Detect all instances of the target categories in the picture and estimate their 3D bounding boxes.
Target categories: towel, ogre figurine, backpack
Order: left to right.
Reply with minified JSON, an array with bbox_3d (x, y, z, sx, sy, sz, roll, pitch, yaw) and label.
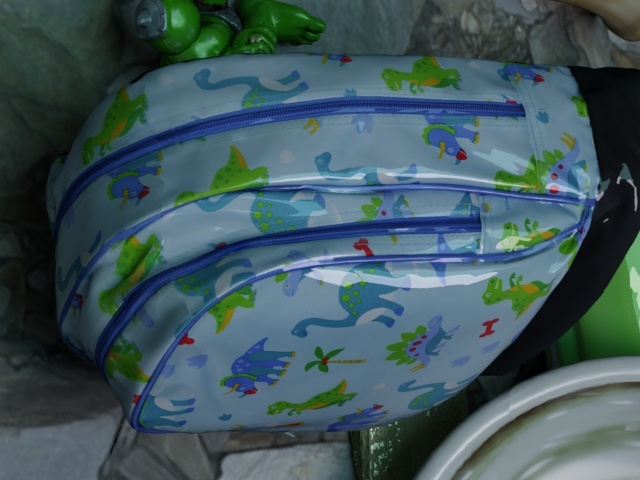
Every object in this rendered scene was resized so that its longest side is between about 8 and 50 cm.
[{"bbox_3d":[-0.063,-0.142,1.294,0.197,0.097,0.118,69,36,-48],"label":"ogre figurine"},{"bbox_3d":[0.000,0.000,1.214,0.356,0.290,0.273,16,55,-20],"label":"backpack"},{"bbox_3d":[0.069,0.141,1.401,0.110,0.027,0.148,-5,90,-35],"label":"towel"}]

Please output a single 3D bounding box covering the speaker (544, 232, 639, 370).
[{"bbox_3d":[0.230,0.041,1.457,0.131,0.131,0.296,-13,94,-34],"label":"speaker"}]

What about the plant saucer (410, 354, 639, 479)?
[{"bbox_3d":[0.227,0.284,1.349,0.401,0.100,0.400,1,82,-5],"label":"plant saucer"}]

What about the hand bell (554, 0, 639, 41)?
[{"bbox_3d":[0.142,-0.220,1.447,0.242,0.126,0.126,-1,87,-21],"label":"hand bell"}]
